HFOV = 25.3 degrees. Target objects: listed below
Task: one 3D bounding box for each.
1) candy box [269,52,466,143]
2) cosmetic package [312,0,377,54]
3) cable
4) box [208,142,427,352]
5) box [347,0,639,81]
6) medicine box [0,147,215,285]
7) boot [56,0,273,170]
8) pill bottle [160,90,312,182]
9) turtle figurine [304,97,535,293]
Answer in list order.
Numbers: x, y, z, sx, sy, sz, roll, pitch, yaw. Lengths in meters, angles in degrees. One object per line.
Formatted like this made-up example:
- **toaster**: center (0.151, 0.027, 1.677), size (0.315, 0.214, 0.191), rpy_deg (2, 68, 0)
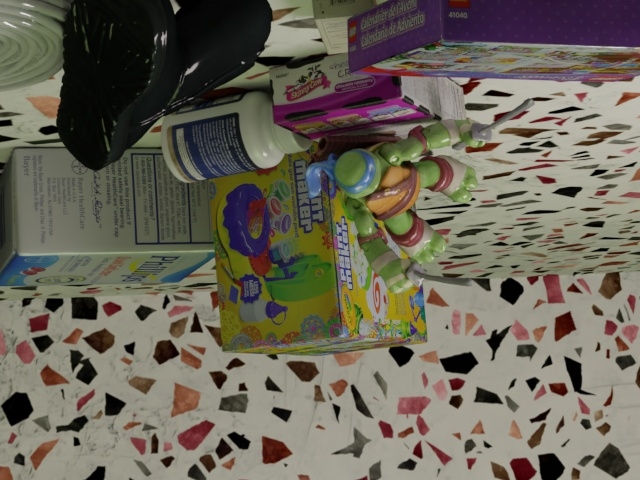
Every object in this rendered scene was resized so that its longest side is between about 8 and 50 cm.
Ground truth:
- **candy box**: center (0.061, -0.160, 1.669), size (0.159, 0.071, 0.233), rpy_deg (-9, 168, 22)
- **cosmetic package**: center (0.027, -0.220, 1.394), size (0.060, 0.041, 0.115), rpy_deg (-6, 170, 4)
- **cable**: center (-0.334, -0.198, 1.219), size (0.257, 0.089, 0.257), rpy_deg (0, 169, -26)
- **box**: center (0.000, 0.000, 1.897), size (0.177, 0.290, 0.279), rpy_deg (-9, 170, 25)
- **box**: center (0.195, -0.186, 1.285), size (0.293, 0.057, 0.201), rpy_deg (-1, 178, -22)
- **medicine box**: center (-0.308, -0.029, 2.020), size (0.289, 0.149, 0.263), rpy_deg (0, 169, -19)
- **boot**: center (-0.126, -0.186, 1.256), size (0.207, 0.094, 0.246), rpy_deg (-41, 170, -33)
- **pill bottle**: center (-0.098, -0.127, 1.709), size (0.169, 0.094, 0.094), rpy_deg (-9, 169, 25)
- **turtle figurine**: center (0.135, -0.036, 1.643), size (0.274, 0.198, 0.266), rpy_deg (-5, 174, 17)
